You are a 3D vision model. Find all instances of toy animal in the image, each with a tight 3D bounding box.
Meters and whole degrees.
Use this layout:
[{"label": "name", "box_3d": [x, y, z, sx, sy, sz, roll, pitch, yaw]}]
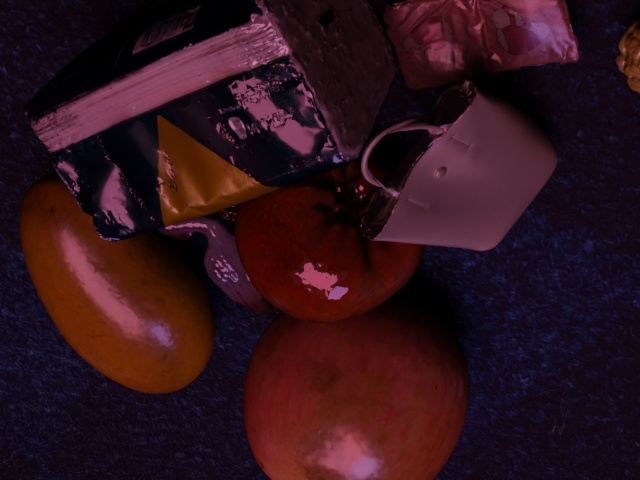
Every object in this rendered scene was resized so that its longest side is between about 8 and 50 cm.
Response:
[{"label": "toy animal", "box_3d": [-0.147, 0.018, 1.818, 0.324, 0.090, 0.195, 19, 122, -5]}]

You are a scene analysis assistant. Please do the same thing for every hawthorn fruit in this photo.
[{"label": "hawthorn fruit", "box_3d": [0.000, 0.000, 1.643, 0.277, 0.277, 0.298, 23, 144, -5]}]

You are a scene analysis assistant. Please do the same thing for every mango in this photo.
[{"label": "mango", "box_3d": [-0.338, 0.071, 1.821, 0.301, 0.220, 0.445, 19, 150, 42]}]

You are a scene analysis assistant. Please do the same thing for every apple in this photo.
[{"label": "apple", "box_3d": [0.056, 0.261, 1.788, 0.363, 0.364, 0.364, 9, 135, 9]}]

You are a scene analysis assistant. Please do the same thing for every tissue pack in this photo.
[{"label": "tissue pack", "box_3d": [-0.144, -0.193, 1.478, 0.416, 0.264, 0.253, -16, 116, 30]}]

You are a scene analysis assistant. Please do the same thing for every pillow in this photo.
[{"label": "pillow", "box_3d": [0.205, -0.274, 1.453, 0.248, 0.049, 0.135, -7, 129, 29]}]

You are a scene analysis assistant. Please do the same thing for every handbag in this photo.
[{"label": "handbag", "box_3d": [0.171, -0.086, 1.456, 0.109, 0.315, 0.241, 44, 110, 30]}]

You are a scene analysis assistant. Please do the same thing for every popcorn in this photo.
[{"label": "popcorn", "box_3d": [0.440, -0.226, 1.372, 0.145, 0.126, 0.126, 34, 147, 11]}]

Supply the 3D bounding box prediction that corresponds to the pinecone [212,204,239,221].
[{"label": "pinecone", "box_3d": [-0.132, -0.086, 1.699, 0.102, 0.109, 0.102, -12, 159, -5]}]
